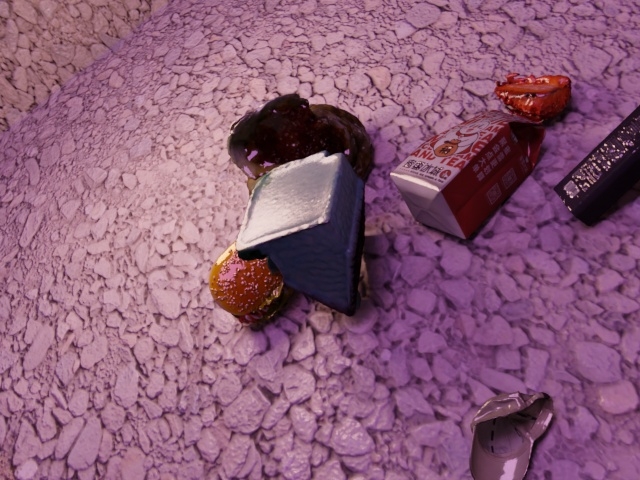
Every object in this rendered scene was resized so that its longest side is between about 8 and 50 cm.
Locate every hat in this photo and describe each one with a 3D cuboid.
[{"bbox_3d":[0.299,0.318,1.465,0.122,0.081,0.166,14,71,0],"label":"hat"}]

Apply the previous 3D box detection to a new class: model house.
[{"bbox_3d":[0.000,0.000,1.863,0.230,0.248,0.280,-17,35,24],"label":"model house"}]

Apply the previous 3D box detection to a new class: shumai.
[{"bbox_3d":[-0.057,-0.233,2.075,0.292,0.288,0.330,14,60,48],"label":"shumai"}]

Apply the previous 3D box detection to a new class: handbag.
[{"bbox_3d":[0.305,-0.163,1.854,0.298,0.151,0.171,-46,36,-15],"label":"handbag"}]

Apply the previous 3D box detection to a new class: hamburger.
[{"bbox_3d":[-0.135,0.074,1.955,0.210,0.173,0.116,-45,2,-10],"label":"hamburger"}]

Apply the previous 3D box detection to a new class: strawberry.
[{"bbox_3d":[0.453,-0.304,1.944,0.121,0.082,0.188,-28,26,-19],"label":"strawberry"}]

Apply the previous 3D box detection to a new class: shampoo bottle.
[{"bbox_3d":[0.565,-0.167,1.653,0.309,0.071,0.098,-47,31,20],"label":"shampoo bottle"}]
